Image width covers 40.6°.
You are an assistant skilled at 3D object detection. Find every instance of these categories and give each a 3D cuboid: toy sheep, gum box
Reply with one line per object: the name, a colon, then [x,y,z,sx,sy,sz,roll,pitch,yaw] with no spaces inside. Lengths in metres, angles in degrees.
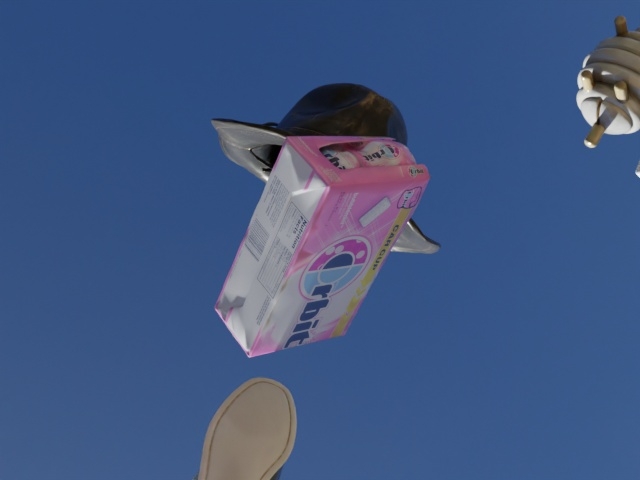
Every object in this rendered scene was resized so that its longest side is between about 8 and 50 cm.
toy sheep: [0.270,-0.140,0.771,0.091,0.091,0.132,39,-96,-19]
gum box: [0.000,0.000,0.697,0.107,0.188,0.062,-7,-135,-41]

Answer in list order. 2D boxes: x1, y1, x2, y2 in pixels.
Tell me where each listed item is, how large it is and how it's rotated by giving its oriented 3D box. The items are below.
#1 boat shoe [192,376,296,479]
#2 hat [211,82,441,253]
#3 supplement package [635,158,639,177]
boat shoe: [-0.086,0.258,0.893,0.095,0.079,0.254,15,-134,-4]
hat: [0.030,-0.103,1.012,0.331,0.331,0.134,35,-99,-21]
supplement package: [0.434,-0.091,0.868,0.105,0.179,0.105,37,-113,-28]
